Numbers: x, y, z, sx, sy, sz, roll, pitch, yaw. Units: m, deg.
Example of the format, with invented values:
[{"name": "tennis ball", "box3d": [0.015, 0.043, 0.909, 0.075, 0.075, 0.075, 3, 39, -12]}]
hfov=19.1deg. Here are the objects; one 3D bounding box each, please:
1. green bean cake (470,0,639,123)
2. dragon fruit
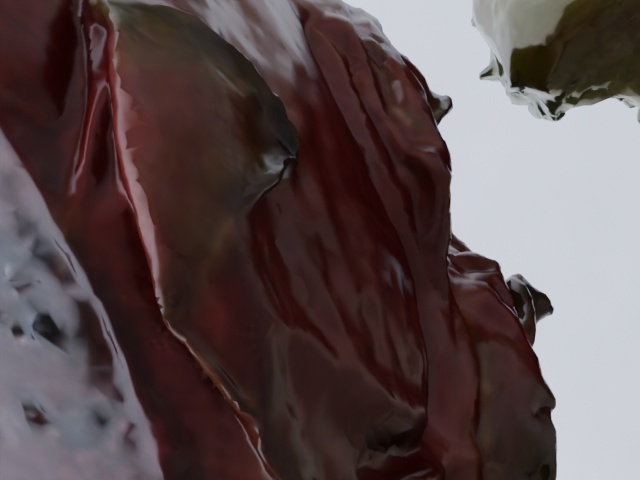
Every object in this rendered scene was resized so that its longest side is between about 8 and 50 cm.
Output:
[{"name": "green bean cake", "box3d": [0.200, -0.079, 0.823, 0.236, 0.233, 0.124, 54, -174, -35]}, {"name": "dragon fruit", "box3d": [0.007, 0.002, 0.646, 0.329, 0.228, 0.286, -18, -61, -45]}]
